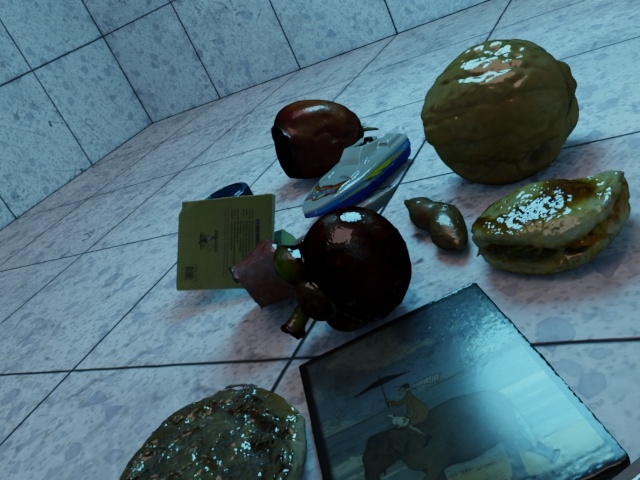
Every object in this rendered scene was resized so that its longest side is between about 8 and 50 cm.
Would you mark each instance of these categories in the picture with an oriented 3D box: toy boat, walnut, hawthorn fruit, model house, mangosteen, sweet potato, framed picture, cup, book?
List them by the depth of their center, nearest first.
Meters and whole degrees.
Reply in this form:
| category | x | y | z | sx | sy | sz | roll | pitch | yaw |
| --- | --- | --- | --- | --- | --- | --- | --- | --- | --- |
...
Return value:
| category | x | y | z | sx | sy | sz | roll | pitch | yaw |
| --- | --- | --- | --- | --- | --- | --- | --- | --- | --- |
| framed picture | 0.114 | 0.176 | 0.673 | 0.265 | 0.016 | 0.347 | -26 | 23 | 3 |
| mangosteen | 0.030 | 0.037 | 0.843 | 0.184 | 0.172 | 0.172 | -7 | 21 | -10 |
| toy boat | 0.000 | 0.000 | 0.991 | 0.282 | 0.096 | 0.206 | -36 | -13 | -3 |
| sweet potato | 0.183 | -0.036 | 0.991 | 0.065 | 0.051 | 0.218 | -29 | 24 | -1 |
| walnut | 0.293 | -0.213 | 1.055 | 0.257 | 0.257 | 0.224 | -6 | -1 | 39 |
| book | -0.171 | 0.005 | 1.120 | 0.192 | 0.168 | 0.013 | -3 | -10 | 21 |
| model house | -0.080 | 0.030 | 1.133 | 0.083 | 0.066 | 0.078 | -39 | 32 | 15 |
| cup | -0.164 | -0.022 | 1.209 | 0.113 | 0.138 | 0.150 | -17 | 25 | 22 |
| toy boat | 0.060 | -0.129 | 1.262 | 0.129 | 0.088 | 0.295 | 0 | 35 | 46 |
| hawthorn fruit | 0.008 | -0.244 | 1.451 | 0.251 | 0.189 | 0.189 | -14 | 25 | 10 |

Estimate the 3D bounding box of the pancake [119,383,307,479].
| category | x | y | z | sx | sy | sz | roll | pitch | yaw |
| --- | --- | --- | --- | --- | --- | --- | --- | --- | --- |
| pancake | -0.130 | 0.265 | 0.696 | 0.282 | 0.049 | 0.282 | -22 | 23 | 10 |

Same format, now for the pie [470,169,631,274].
| category | x | y | z | sx | sy | sz | roll | pitch | yaw |
| --- | --- | --- | --- | --- | --- | --- | --- | --- | --- |
| pie | 0.298 | -0.032 | 0.825 | 0.205 | 0.084 | 0.179 | -6 | 30 | 44 |

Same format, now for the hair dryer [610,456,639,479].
| category | x | y | z | sx | sy | sz | roll | pitch | yaw |
| --- | --- | --- | --- | --- | --- | --- | --- | --- | --- |
| hair dryer | 0.232 | 0.192 | 0.432 | 0.344 | 0.106 | 0.189 | -28 | 23 | -20 |
